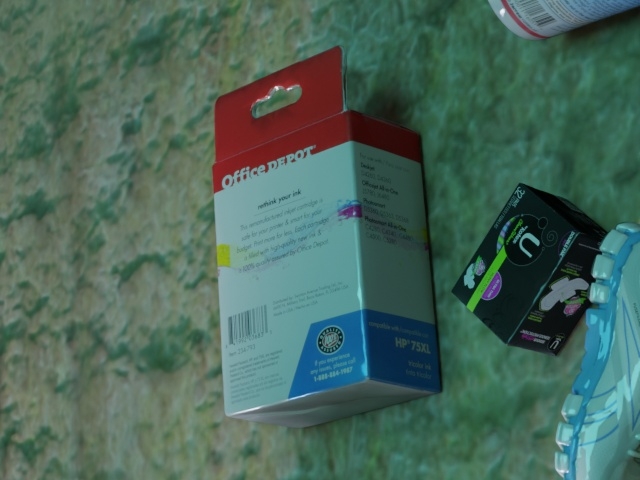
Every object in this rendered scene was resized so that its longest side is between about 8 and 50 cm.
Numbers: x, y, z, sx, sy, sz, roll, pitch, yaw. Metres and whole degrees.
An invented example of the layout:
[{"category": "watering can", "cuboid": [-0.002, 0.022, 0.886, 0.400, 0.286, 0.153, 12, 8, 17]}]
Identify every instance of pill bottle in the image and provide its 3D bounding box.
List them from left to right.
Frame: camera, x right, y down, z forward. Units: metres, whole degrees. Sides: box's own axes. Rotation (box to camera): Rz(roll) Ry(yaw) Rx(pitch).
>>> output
[{"category": "pill bottle", "cuboid": [0.180, -0.182, 1.108, 0.160, 0.087, 0.087, -16, 69, 41]}]

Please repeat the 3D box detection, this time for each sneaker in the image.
[{"category": "sneaker", "cuboid": [0.190, 0.084, 1.046, 0.083, 0.071, 0.190, 5, 84, 40]}]

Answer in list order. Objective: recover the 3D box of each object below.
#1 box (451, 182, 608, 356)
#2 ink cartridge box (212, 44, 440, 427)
[{"category": "box", "cuboid": [0.133, 0.019, 1.128, 0.062, 0.052, 0.083, 44, 110, 42]}, {"category": "ink cartridge box", "cuboid": [0.000, 0.000, 1.246, 0.134, 0.078, 0.231, -18, 67, 40]}]
